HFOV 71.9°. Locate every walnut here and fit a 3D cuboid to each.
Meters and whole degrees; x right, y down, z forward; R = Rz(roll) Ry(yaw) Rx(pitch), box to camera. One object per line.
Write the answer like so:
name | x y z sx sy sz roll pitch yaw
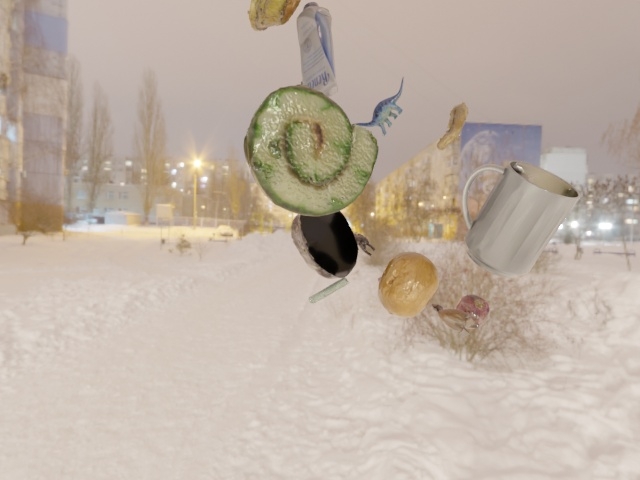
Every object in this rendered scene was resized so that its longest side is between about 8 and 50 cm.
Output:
walnut | 0.292 0.149 1.473 0.193 0.226 0.193 26 -8 4

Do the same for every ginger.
ginger | 0.436 -0.376 1.442 0.051 0.174 0.069 37 -12 -32

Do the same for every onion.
onion | 0.702 0.347 2.072 0.159 0.160 0.195 2 -40 -11

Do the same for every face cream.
face cream | -0.014 -0.780 1.841 0.137 0.421 0.234 -4 -4 -36

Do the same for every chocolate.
chocolate | 0.000 0.000 1.887 0.225 0.340 0.210 -34 12 -22

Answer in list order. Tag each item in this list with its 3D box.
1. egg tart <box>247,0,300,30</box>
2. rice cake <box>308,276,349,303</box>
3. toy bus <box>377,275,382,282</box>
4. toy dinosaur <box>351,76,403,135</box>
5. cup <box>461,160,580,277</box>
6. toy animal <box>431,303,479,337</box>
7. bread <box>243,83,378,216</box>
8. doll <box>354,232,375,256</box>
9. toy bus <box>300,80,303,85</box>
egg tart | -0.153 -0.963 1.706 0.149 0.352 0.352 31 2 0
rice cake | 0.033 0.190 1.675 0.170 0.029 0.033 -28 15 -12
toy bus | 0.422 0.303 2.656 0.108 0.199 0.096 -22 -19 16
toy dinosaur | 0.300 -0.582 2.034 0.329 0.144 0.076 -39 8 26
cup | 0.602 -0.081 1.444 0.322 0.327 0.237 29 33 12
toy animal | 0.532 0.305 1.731 0.188 0.089 0.179 18 11 -30
bread | -0.020 -0.256 1.261 0.381 0.367 0.129 -16 11 -13
doll | 0.160 -0.002 2.025 0.138 0.165 0.057 2 -42 -30
toy bus | -0.076 -0.753 2.169 0.045 0.083 0.038 21 36 6
